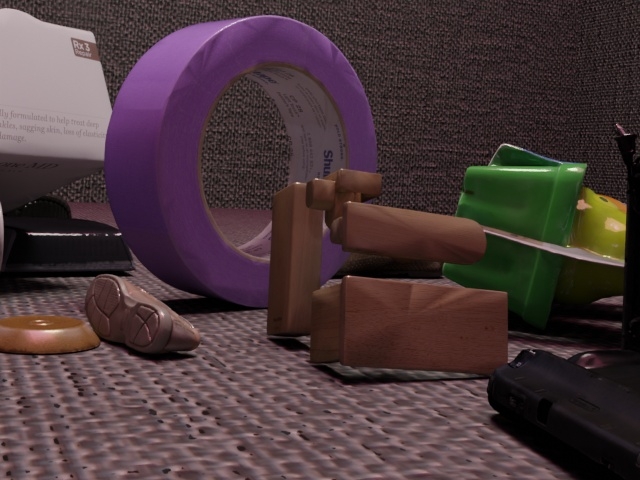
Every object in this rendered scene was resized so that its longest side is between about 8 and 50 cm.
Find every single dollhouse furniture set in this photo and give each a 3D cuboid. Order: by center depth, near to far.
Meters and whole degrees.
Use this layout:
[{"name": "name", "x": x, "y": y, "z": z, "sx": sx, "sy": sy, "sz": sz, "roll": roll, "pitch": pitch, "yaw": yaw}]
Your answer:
[{"name": "dollhouse furniture set", "x": 0.044, "y": 0.027, "z": 0.671, "sx": 0.123, "sy": 0.144, "sz": 0.151, "roll": 7, "pitch": -12, "yaw": -22}]

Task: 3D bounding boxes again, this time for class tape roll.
[{"name": "tape roll", "x": -0.069, "y": -0.076, "z": 0.884, "sx": 0.275, "sy": 0.274, "sz": 0.090, "roll": -1, "pitch": 6, "yaw": -45}]

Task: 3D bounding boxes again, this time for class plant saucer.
[{"name": "plant saucer", "x": -0.198, "y": 0.065, "z": 0.639, "sx": 0.083, "sy": 0.015, "sz": 0.083, "roll": 4, "pitch": 4, "yaw": 0}]

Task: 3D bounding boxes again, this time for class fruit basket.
[{"name": "fruit basket", "x": 0.308, "y": 0.005, "z": 0.885, "sx": 0.353, "sy": 0.165, "sz": 0.327, "roll": 8, "pitch": 5, "yaw": 16}]

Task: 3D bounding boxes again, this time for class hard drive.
[{"name": "hard drive", "x": -0.344, "y": 0.002, "z": 1.111, "sx": 0.172, "sy": 0.054, "sz": 0.255, "roll": 0, "pitch": 5, "yaw": -33}]

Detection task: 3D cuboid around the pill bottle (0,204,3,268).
[{"name": "pill bottle", "x": -0.377, "y": -0.002, "z": 0.771, "sx": 0.194, "sy": 0.108, "sz": 0.108, "roll": 0, "pitch": 5, "yaw": -30}]

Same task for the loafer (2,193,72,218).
[{"name": "loafer", "x": -0.449, "y": -0.030, "z": 1.277, "sx": 0.078, "sy": 0.080, "sz": 0.220, "roll": 7, "pitch": 6, "yaw": 34}]

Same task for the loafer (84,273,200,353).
[{"name": "loafer", "x": -0.132, "y": 0.058, "z": 0.660, "sx": 0.039, "sy": 0.045, "sz": 0.125, "roll": 22, "pitch": -1, "yaw": -38}]

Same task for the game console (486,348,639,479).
[{"name": "game console", "x": 0.194, "y": 0.096, "z": 0.362, "sx": 0.213, "sy": 0.043, "sz": 0.361, "roll": 4, "pitch": 4, "yaw": -14}]

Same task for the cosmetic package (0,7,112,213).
[{"name": "cosmetic package", "x": -0.424, "y": -0.098, "z": 0.941, "sx": 0.385, "sy": 0.156, "sz": 0.217, "roll": -17, "pitch": -7, "yaw": 32}]

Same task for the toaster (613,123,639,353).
[{"name": "toaster", "x": 0.300, "y": 0.012, "z": 0.621, "sx": 0.110, "sy": 0.185, "sz": 0.168, "roll": -5, "pitch": 8, "yaw": -36}]

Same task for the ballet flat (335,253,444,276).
[{"name": "ballet flat", "x": 0.054, "y": 0.017, "z": 1.192, "sx": 0.250, "sy": 0.058, "sz": 0.084, "roll": 2, "pitch": 4, "yaw": -21}]
